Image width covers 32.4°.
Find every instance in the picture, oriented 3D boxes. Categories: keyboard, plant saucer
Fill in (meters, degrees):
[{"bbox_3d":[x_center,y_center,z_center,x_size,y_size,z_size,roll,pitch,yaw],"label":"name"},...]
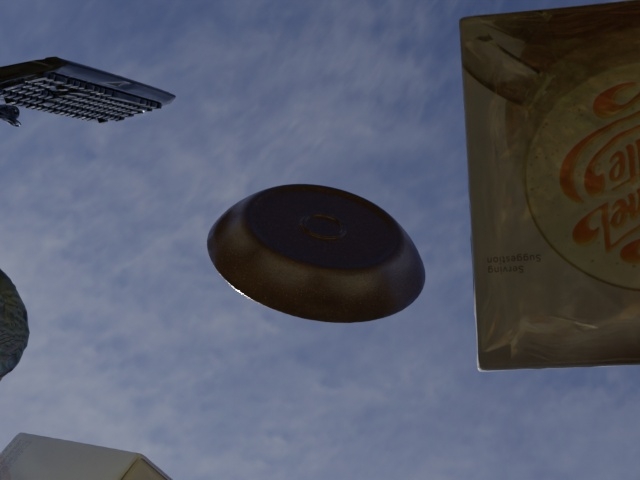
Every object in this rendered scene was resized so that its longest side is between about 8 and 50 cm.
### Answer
[{"bbox_3d":[-0.307,-0.157,1.247,0.201,0.317,0.033,-8,-92,15],"label":"keyboard"},{"bbox_3d":[0.000,0.000,0.978,0.198,0.198,0.036,16,-58,4],"label":"plant saucer"}]

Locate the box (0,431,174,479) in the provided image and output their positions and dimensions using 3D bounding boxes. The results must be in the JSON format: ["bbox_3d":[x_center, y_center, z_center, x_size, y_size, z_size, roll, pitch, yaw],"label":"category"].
[{"bbox_3d":[-0.224,0.280,1.058,0.148,0.121,0.311,47,-28,-20],"label":"box"}]

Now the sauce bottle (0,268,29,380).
[{"bbox_3d":[-0.358,0.128,0.846,0.344,0.111,0.111,-35,-81,34],"label":"sauce bottle"}]

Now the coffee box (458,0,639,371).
[{"bbox_3d":[0.185,-0.023,0.439,0.246,0.098,0.141,-3,-94,12],"label":"coffee box"}]
